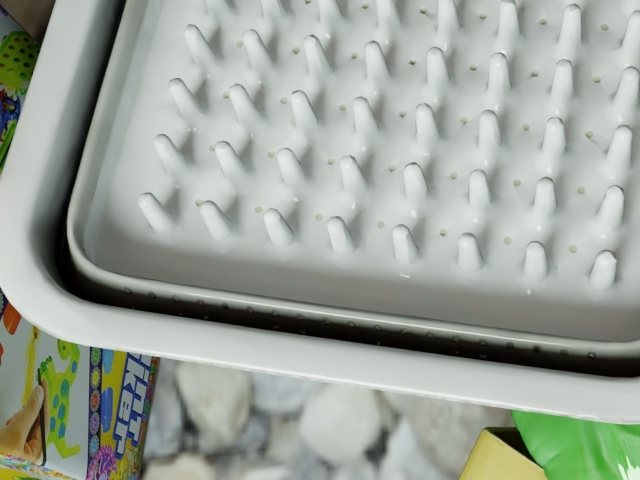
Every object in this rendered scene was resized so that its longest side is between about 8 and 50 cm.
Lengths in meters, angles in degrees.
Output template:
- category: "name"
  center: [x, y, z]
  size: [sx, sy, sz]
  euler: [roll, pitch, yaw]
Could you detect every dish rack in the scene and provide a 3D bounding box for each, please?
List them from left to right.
- category: "dish rack"
  center: [0.041, -0.090, 0.562]
  size: [0.285, 0.072, 0.333]
  euler: [8, 67, 11]

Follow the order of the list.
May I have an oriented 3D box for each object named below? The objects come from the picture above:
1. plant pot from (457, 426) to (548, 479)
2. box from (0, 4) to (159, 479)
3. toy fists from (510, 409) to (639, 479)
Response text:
- category: "plant pot"
  center: [0.095, 0.140, 0.630]
  size: [0.081, 0.081, 0.083]
  euler: [32, 96, 23]
- category: "box"
  center: [-0.255, 0.006, 0.663]
  size: [0.290, 0.279, 0.177]
  euler: [3, 72, 16]
- category: "toy fists"
  center: [0.211, 0.049, 0.586]
  size: [0.279, 0.096, 0.142]
  euler: [-11, 53, -16]
